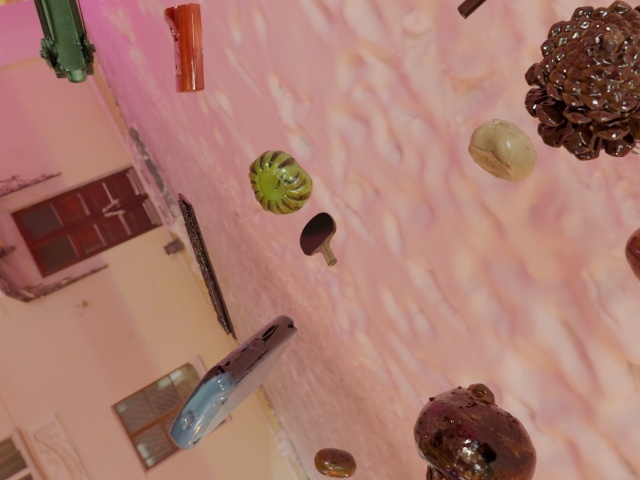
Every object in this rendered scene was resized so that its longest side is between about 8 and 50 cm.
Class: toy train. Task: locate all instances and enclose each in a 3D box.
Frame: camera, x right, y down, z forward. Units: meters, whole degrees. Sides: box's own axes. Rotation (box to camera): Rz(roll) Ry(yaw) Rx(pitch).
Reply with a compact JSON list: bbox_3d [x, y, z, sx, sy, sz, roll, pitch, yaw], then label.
[{"bbox_3d":[-0.353,-0.302,0.655,0.099,0.070,0.172,-148,47,-61],"label":"toy train"}]

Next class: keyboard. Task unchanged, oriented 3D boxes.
[{"bbox_3d":[-0.148,0.037,0.629,0.074,0.015,0.197,38,145,60],"label":"keyboard"}]

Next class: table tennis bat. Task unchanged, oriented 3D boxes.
[{"bbox_3d":[0.000,0.000,0.909,0.013,0.087,0.157,39,-166,-33],"label":"table tennis bat"}]

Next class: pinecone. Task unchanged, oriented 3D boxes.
[{"bbox_3d":[0.490,-0.261,0.845,0.264,0.264,0.264,48,154,33],"label":"pinecone"}]

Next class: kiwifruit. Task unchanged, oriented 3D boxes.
[{"bbox_3d":[0.042,0.620,1.351,0.075,0.124,0.076,-164,90,-81],"label":"kiwifruit"}]

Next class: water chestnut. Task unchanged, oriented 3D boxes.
[{"bbox_3d":[0.267,0.391,0.886,0.223,0.238,0.224,39,170,8],"label":"water chestnut"}]

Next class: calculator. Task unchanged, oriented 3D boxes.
[{"bbox_3d":[-0.133,0.222,0.788,0.051,0.293,0.173,39,113,10],"label":"calculator"}]

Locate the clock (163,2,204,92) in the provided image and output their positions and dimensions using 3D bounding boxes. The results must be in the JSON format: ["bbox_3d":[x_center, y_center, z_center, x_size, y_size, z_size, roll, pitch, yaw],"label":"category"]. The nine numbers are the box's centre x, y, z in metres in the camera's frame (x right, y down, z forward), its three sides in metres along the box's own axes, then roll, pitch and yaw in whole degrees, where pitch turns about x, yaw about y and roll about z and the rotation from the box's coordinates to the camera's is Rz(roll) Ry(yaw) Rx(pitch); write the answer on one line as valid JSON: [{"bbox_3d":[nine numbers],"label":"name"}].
[{"bbox_3d":[-0.260,-0.363,0.928,0.113,0.061,0.155,-144,49,-61],"label":"clock"}]

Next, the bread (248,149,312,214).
[{"bbox_3d":[-0.087,-0.119,1.008,0.129,0.071,0.139,-21,99,26],"label":"bread"}]

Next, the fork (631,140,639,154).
[{"bbox_3d":[0.963,-0.297,1.499,0.021,0.235,0.039,29,116,14],"label":"fork"}]

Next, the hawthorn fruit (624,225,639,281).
[{"bbox_3d":[0.872,0.051,1.201,0.196,0.196,0.226,29,161,54],"label":"hawthorn fruit"}]

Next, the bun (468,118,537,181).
[{"bbox_3d":[0.576,-0.287,1.521,0.229,0.145,0.229,36,-177,-2],"label":"bun"}]

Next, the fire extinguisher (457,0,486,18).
[{"bbox_3d":[0.327,-0.485,0.891,0.049,0.173,0.035,32,-151,-39],"label":"fire extinguisher"}]
